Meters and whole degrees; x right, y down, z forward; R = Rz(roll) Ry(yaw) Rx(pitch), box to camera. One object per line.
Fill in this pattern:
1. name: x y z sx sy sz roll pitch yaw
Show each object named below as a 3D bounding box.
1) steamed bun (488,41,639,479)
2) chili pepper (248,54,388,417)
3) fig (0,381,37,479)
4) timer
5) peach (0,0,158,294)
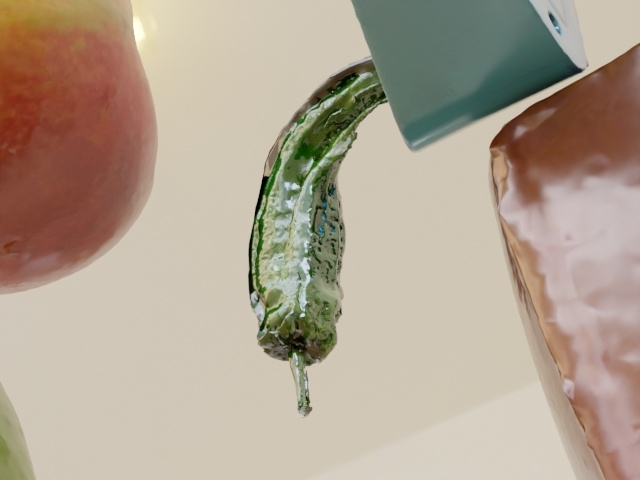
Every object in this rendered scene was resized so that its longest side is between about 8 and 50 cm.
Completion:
1. steamed bun: 0.233 0.083 0.700 0.248 0.235 0.379 41 22 -49
2. chili pepper: 0.000 0.000 1.153 0.122 0.065 0.279 -20 -127 54
3. fig: -0.313 0.149 1.161 0.230 0.207 0.207 35 -33 31
4. timer: 0.023 -0.196 0.767 0.250 0.091 0.232 55 22 -31
5. peach: -0.341 -0.121 1.538 0.388 0.388 0.388 58 -19 34
